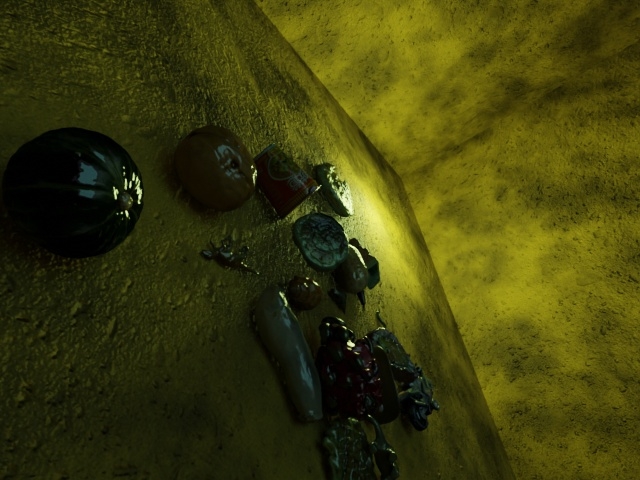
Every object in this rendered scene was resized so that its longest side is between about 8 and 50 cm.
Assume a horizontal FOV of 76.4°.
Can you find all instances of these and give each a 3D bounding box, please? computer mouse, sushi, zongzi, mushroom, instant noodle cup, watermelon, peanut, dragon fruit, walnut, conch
[{"bbox_3d":[0.173,0.453,1.296,0.056,0.125,0.245,67,11,-53],"label":"computer mouse"},{"bbox_3d":[0.249,0.414,1.481,0.241,0.107,0.161,28,39,-25],"label":"sushi"},{"bbox_3d":[0.062,0.217,1.450,0.076,0.040,0.083,24,60,-45],"label":"zongzi"},{"bbox_3d":[-0.073,0.281,1.018,0.109,0.097,0.351,-8,73,-65],"label":"mushroom"},{"bbox_3d":[-0.132,-0.206,1.369,0.212,0.193,0.193,49,24,-7],"label":"instant noodle cup"},{"bbox_3d":[0.173,0.086,1.720,0.241,0.094,0.154,59,-3,42],"label":"watermelon"},{"bbox_3d":[0.108,0.104,1.554,0.129,0.129,0.224,31,35,-49],"label":"peanut"},{"bbox_3d":[0.073,0.344,1.115,0.218,0.198,0.273,-3,80,-42],"label":"dragon fruit"},{"bbox_3d":[-0.262,-0.183,1.050,0.222,0.195,0.195,51,25,-25],"label":"walnut"},{"bbox_3d":[-0.041,0.169,1.229,0.330,0.109,0.093,56,53,-69],"label":"conch"}]

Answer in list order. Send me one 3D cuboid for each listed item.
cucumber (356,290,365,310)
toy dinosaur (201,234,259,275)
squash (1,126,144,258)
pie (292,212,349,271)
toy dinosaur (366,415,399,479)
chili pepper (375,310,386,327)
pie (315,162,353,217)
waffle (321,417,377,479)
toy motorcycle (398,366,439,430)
[{"bbox_3d":[0.156,0.204,1.649,0.039,0.043,0.163,1,53,-20],"label":"cucumber"},{"bbox_3d":[-0.226,0.057,1.042,0.162,0.039,0.126,59,33,-16],"label":"toy dinosaur"},{"bbox_3d":[-0.390,-0.076,0.659,0.172,0.218,0.218,21,30,-2],"label":"squash"},{"bbox_3d":[0.000,0.000,1.473,0.240,0.054,0.241,15,56,-23],"label":"pie"},{"bbox_3d":[0.175,0.601,1.141,0.188,0.075,0.248,69,1,-73],"label":"toy dinosaur"},{"bbox_3d":[0.258,0.336,1.725,0.083,0.017,0.030,63,22,6],"label":"chili pepper"},{"bbox_3d":[0.073,-0.243,1.954,0.302,0.066,0.302,48,25,-31],"label":"pie"},{"bbox_3d":[0.083,0.564,1.058,0.223,0.054,0.204,13,51,-60],"label":"waffle"},{"bbox_3d":[0.363,0.584,1.559,0.173,0.108,0.307,52,24,3],"label":"toy motorcycle"}]
